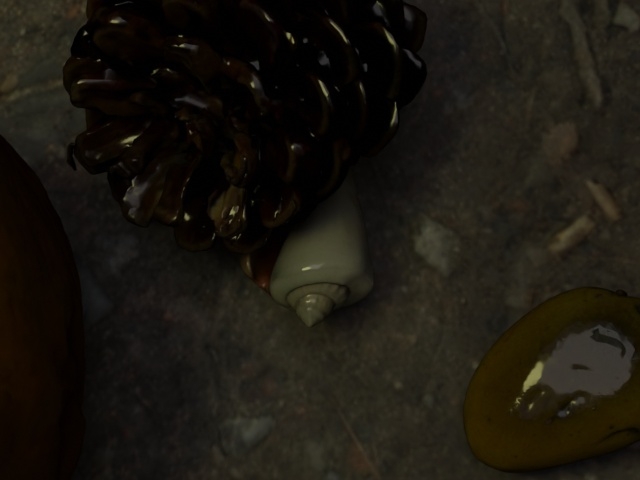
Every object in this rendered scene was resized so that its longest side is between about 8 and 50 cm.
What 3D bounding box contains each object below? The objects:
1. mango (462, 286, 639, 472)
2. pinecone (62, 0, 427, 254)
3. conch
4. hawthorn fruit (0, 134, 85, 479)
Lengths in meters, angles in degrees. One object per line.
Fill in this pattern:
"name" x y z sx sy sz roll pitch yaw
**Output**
"mango" 0.205 0.119 1.187 0.195 0.098 0.137 -37 78 -3
"pinecone" -0.079 -0.139 1.202 0.298 0.242 0.296 2 42 28
"conch" -0.008 -0.004 1.240 0.104 0.094 0.176 -22 62 38
"hawthorn fruit" -0.367 0.098 1.053 0.472 0.472 0.471 -1 72 3
